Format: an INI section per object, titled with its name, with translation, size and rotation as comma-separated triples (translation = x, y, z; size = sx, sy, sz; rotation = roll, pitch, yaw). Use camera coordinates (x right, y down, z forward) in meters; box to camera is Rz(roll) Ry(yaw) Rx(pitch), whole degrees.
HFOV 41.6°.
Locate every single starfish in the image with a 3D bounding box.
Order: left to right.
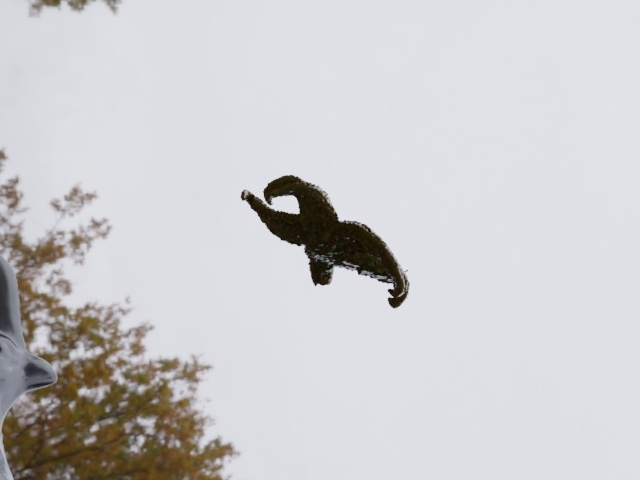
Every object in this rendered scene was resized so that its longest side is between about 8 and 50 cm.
[starfish]
translation = 0.005, -0.006, 0.880
size = 0.209, 0.053, 0.150
rotation = 25, -40, 20

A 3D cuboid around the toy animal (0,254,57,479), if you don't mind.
[toy animal]
translation = -0.171, 0.164, 0.309
size = 0.081, 0.367, 0.206
rotation = -28, -77, 26
